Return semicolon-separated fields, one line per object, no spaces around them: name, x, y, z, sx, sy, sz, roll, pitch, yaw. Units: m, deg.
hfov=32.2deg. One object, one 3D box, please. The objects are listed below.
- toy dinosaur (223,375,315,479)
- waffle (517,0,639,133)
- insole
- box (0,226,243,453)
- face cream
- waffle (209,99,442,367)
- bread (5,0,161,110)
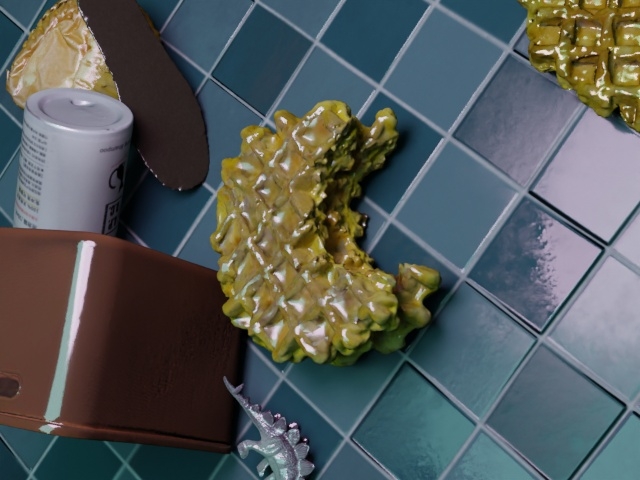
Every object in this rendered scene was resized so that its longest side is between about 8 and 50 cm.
toy dinosaur;-0.060;0.256;1.389;0.082;0.039;0.208;-33;81;1
waffle;0.366;-0.285;1.244;0.302;0.068;0.325;-44;60;16
insole;-0.244;-0.222;1.540;0.327;0.111;0.007;64;158;-2
box;-0.269;0.128;1.381;0.240;0.339;0.229;2;78;31
face cream;-0.353;-0.016;1.542;0.145;0.145;0.369;32;124;32
waffle;0.000;0.000;1.355;0.261;0.151;0.324;-26;64;29
bread;-0.345;-0.259;1.618;0.240;0.139;0.239;-7;75;27
